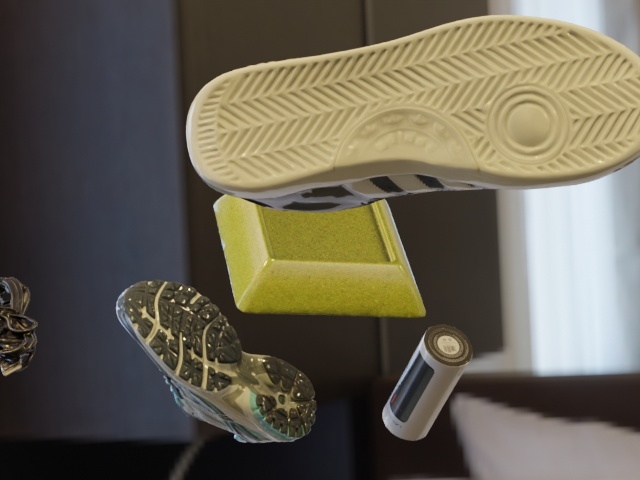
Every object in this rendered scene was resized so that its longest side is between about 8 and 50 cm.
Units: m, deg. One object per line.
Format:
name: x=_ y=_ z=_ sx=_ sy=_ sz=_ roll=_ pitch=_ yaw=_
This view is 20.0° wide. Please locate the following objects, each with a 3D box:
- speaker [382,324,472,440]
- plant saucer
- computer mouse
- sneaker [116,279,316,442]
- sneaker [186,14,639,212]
speaker: x=0.110 y=0.149 z=1.883 sx=0.055 sy=0.055 sz=0.136 roll=-3 pitch=-38 yaw=-25
plant saucer: x=0.000 y=0.000 z=1.790 sx=0.188 sy=0.045 sz=0.188 roll=2 pitch=35 yaw=-14
computer mouse: x=-0.454 y=0.104 z=2.006 sx=0.272 sy=0.072 sz=0.188 roll=1 pitch=24 yaw=-15
sneaker: x=-0.142 y=0.157 z=2.098 sx=0.122 sy=0.110 sz=0.283 roll=-24 pitch=-54 yaw=41
sneaker: x=0.079 y=-0.090 z=1.376 sx=0.350 sy=0.131 sz=0.148 roll=-2 pitch=-6 yaw=6
